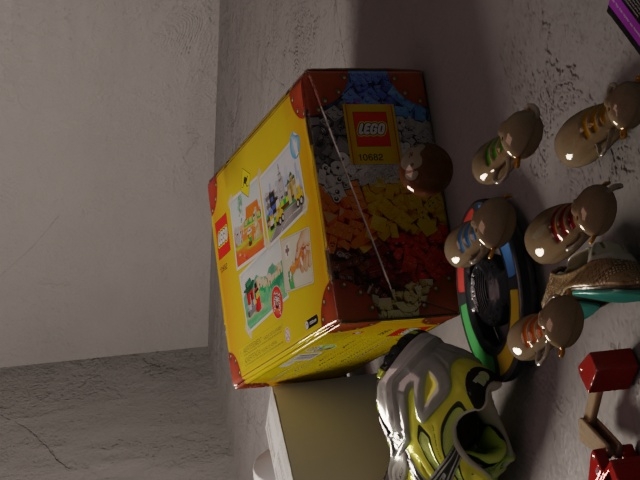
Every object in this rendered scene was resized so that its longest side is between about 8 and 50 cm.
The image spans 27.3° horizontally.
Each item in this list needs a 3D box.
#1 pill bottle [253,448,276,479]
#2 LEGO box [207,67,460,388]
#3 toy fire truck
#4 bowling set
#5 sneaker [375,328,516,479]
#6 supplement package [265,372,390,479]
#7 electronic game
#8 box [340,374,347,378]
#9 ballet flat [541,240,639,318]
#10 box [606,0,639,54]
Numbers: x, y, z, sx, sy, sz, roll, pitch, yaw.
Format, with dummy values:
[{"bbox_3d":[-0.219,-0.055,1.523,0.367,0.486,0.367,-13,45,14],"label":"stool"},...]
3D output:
[{"bbox_3d":[-0.016,0.581,2.376,0.229,0.229,0.407,-132,34,-69],"label":"pill bottle"},{"bbox_3d":[0.000,0.000,2.047,0.500,0.193,0.372,142,123,-63],"label":"LEGO box"},{"bbox_3d":[0.292,0.214,1.349,0.192,0.047,0.135,99,161,-50],"label":"toy fire truck"},{"bbox_3d":[0.178,-0.038,1.249,0.154,0.200,0.287,134,152,-71],"label":"bowling set"},{"bbox_3d":[0.169,0.299,1.694,0.147,0.145,0.384,20,136,39],"label":"sneaker"},{"bbox_3d":[0.035,0.373,2.180,0.145,0.204,0.261,101,160,-52],"label":"supplement package"},{"bbox_3d":[0.213,0.062,1.632,0.229,0.048,0.229,174,90,-77],"label":"electronic game"},{"bbox_3d":[0.028,0.305,2.426,0.159,0.044,0.233,134,116,-74],"label":"box"},{"bbox_3d":[0.274,0.035,1.319,0.206,0.073,0.067,147,132,-72],"label":"ballet flat"},{"bbox_3d":[0.304,-0.241,1.161,0.116,0.029,0.162,-110,18,-45],"label":"box"}]
